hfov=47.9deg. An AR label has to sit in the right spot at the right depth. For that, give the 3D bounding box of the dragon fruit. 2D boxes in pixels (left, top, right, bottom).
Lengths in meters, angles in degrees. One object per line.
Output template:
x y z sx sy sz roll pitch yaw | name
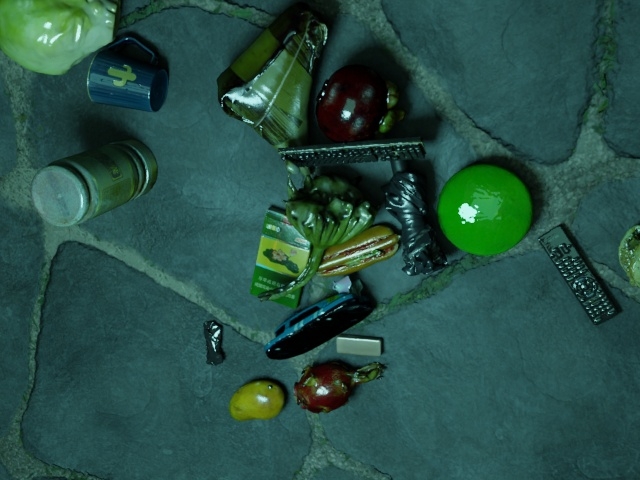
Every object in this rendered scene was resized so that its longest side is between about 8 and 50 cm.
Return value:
0.047 0.358 1.810 0.246 0.125 0.125 -16 87 4 | dragon fruit

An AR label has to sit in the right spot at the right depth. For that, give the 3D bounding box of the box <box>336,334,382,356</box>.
0.098 0.263 1.802 0.115 0.025 0.048 2 102 17 | box

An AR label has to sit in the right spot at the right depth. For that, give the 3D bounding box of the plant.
-0.011 -0.020 1.684 0.251 0.180 0.333 1 139 -24 | plant

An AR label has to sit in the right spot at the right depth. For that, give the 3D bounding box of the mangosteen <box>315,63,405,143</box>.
0.089 -0.288 1.570 0.200 0.200 0.199 5 107 16 | mangosteen

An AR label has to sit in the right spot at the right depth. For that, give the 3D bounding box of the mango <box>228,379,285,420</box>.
-0.171 0.423 1.903 0.165 0.089 0.115 -9 113 23 | mango

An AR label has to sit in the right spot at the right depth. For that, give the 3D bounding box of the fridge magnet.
0.362 -0.068 1.586 0.208 0.088 0.208 5 108 15 | fridge magnet

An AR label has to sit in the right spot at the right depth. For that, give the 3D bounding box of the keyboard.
0.069 -0.190 1.574 0.317 0.106 0.027 -2 78 16 | keyboard

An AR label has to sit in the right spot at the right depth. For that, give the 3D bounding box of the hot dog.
0.085 0.026 1.715 0.236 0.062 0.092 -22 95 21 | hot dog

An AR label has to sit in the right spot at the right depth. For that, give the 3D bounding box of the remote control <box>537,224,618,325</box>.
0.573 0.078 1.600 0.063 0.025 0.245 -32 94 22 | remote control

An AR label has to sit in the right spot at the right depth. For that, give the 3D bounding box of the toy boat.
-0.019 0.194 1.784 0.299 0.134 0.092 -32 62 23 | toy boat

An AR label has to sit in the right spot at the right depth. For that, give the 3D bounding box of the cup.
-0.452 -0.397 1.730 0.155 0.131 0.176 16 85 7 | cup

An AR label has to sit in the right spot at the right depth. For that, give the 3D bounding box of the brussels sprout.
-0.630 -0.527 1.685 0.317 0.242 0.273 34 88 0 | brussels sprout

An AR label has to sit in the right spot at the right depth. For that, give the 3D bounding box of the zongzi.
-0.037 -0.334 1.625 0.289 0.154 0.317 -40 115 18 | zongzi

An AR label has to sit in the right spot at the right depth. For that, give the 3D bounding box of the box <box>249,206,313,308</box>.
-0.092 0.045 1.790 0.132 0.034 0.235 17 111 12 | box

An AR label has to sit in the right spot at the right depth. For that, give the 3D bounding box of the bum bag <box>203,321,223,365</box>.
-0.285 0.276 1.919 0.058 0.034 0.124 6 108 25 | bum bag

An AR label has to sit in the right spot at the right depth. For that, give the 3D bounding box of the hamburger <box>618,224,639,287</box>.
0.712 0.043 1.496 0.185 0.131 0.159 44 105 -7 | hamburger

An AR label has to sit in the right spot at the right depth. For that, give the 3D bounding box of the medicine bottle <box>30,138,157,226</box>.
-0.531 -0.141 1.712 0.151 0.322 0.151 5 108 15 | medicine bottle

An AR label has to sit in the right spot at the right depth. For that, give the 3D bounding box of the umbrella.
0.204 -0.056 1.623 0.110 0.122 0.272 -16 92 -4 | umbrella
